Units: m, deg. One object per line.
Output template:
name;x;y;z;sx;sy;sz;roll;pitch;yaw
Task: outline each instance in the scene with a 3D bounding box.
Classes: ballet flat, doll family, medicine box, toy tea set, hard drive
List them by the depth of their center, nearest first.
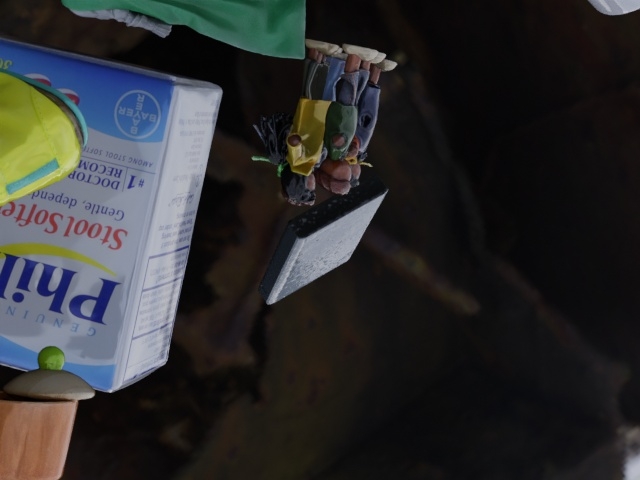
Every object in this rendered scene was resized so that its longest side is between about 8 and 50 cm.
ballet flat;-0.230;-0.075;0.815;0.077;0.231;0.077;-48;145;-29
doll family;0.004;-0.072;0.994;0.193;0.076;0.111;-10;112;-78
toy tea set;-0.330;0.098;1.083;0.336;0.124;0.200;4;179;-5
hard drive;0.000;0.000;1.278;0.094;0.022;0.135;-29;164;-25
medicine box;-0.260;-0.036;1.403;0.149;0.264;0.289;-20;123;-78

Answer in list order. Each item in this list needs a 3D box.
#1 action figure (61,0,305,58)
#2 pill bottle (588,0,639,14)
action figure;-0.130;-0.213;1.224;0.232;0.137;0.063;3;158;-12
pill bottle;0.233;-0.357;1.428;0.160;0.283;0.160;-35;-150;24
